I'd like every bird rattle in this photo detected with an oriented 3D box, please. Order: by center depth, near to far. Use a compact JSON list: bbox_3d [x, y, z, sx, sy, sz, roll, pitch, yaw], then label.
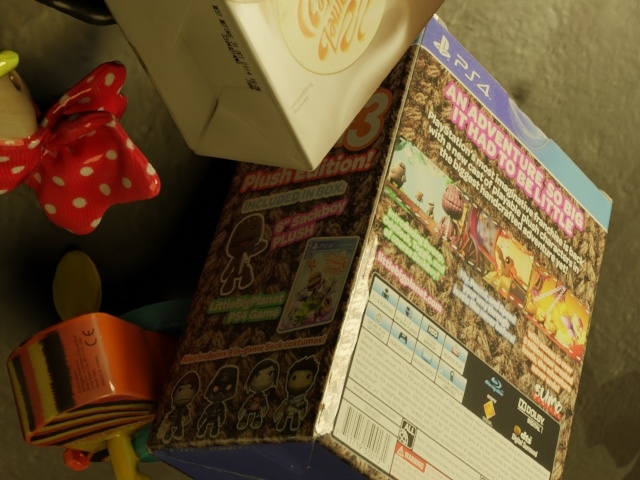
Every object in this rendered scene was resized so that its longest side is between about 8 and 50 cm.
[{"bbox_3d":[-0.227,-0.074,0.843,0.207,0.143,0.253,-19,161,13],"label":"bird rattle"}]

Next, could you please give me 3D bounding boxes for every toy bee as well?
[{"bbox_3d":[-0.130,0.121,0.976,0.162,0.195,0.298,-24,142,20],"label":"toy bee"}]

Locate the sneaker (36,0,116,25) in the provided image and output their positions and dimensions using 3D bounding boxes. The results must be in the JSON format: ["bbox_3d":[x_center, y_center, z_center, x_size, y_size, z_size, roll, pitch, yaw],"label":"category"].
[{"bbox_3d":[-0.172,-0.204,0.739,0.101,0.106,0.267,-36,149,9],"label":"sneaker"}]

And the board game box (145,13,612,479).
[{"bbox_3d":[0.051,0.046,0.931,0.232,0.141,0.291,40,55,-37],"label":"board game box"}]

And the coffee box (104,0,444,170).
[{"bbox_3d":[-0.001,-0.177,0.826,0.246,0.098,0.141,-53,134,-30],"label":"coffee box"}]
